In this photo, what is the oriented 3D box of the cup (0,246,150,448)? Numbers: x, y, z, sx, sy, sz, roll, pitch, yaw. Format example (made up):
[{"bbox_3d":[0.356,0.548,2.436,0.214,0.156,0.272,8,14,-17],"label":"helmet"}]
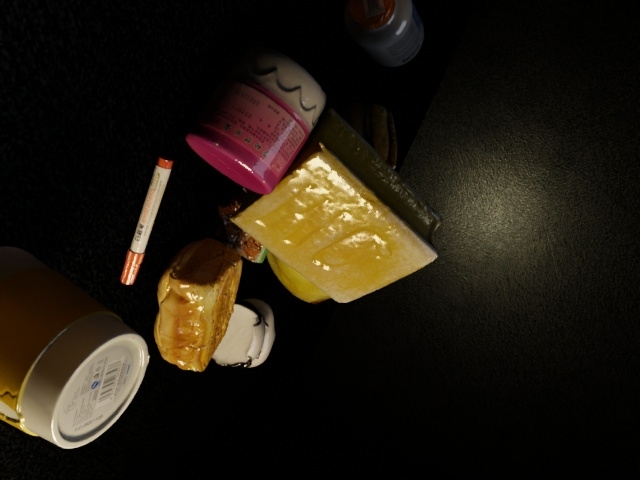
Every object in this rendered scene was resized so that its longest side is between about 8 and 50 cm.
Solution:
[{"bbox_3d":[-0.346,0.152,0.673,0.185,0.226,0.241,-44,150,-50],"label":"cup"}]

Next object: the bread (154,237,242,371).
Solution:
[{"bbox_3d":[-0.261,0.138,1.148,0.167,0.132,0.295,-48,160,-46],"label":"bread"}]

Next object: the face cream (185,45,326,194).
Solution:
[{"bbox_3d":[-0.108,-0.203,0.936,0.195,0.175,0.175,-58,166,-8],"label":"face cream"}]

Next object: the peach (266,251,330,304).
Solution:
[{"bbox_3d":[0.001,-0.007,1.407,0.281,0.316,0.314,-5,165,-24],"label":"peach"}]

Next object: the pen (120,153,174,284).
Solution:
[{"bbox_3d":[-0.293,-0.032,0.917,0.239,0.028,0.028,-66,165,18],"label":"pen"}]

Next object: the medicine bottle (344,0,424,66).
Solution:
[{"bbox_3d":[0.148,-0.515,1.282,0.157,0.156,0.288,-64,166,13],"label":"medicine bottle"}]

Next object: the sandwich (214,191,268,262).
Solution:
[{"bbox_3d":[-0.167,-0.016,1.238,0.160,0.109,0.185,-42,156,-59],"label":"sandwich"}]

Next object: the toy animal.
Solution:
[{"bbox_3d":[-0.209,0.248,1.475,0.235,0.165,0.187,29,73,-74],"label":"toy animal"}]

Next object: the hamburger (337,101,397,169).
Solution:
[{"bbox_3d":[0.118,-0.227,1.552,0.305,0.174,0.285,93,-7,-54],"label":"hamburger"}]

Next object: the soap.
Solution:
[{"bbox_3d":[0.030,-0.049,1.091,0.293,0.335,0.156,-31,-149,36],"label":"soap"}]
